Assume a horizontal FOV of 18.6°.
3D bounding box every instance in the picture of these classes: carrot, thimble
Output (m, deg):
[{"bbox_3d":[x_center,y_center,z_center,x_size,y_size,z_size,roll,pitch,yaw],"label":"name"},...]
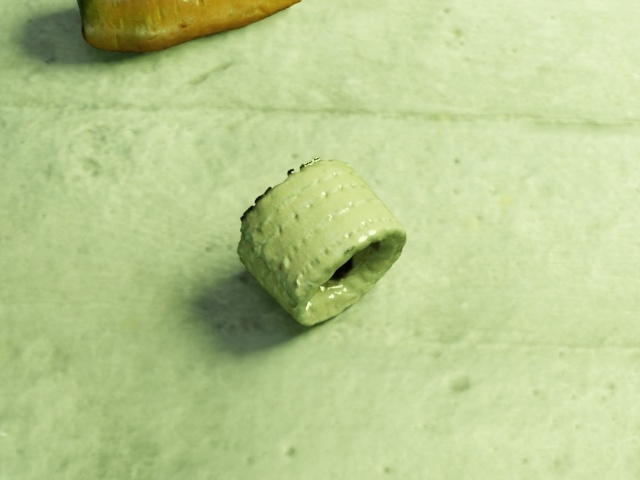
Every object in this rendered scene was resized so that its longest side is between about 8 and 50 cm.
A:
[{"bbox_3d":[-0.112,-0.211,1.685,0.193,0.087,0.087,-11,62,-8],"label":"carrot"},{"bbox_3d":[0.000,0.000,1.560,0.115,0.102,0.090,-30,65,-23],"label":"thimble"}]
